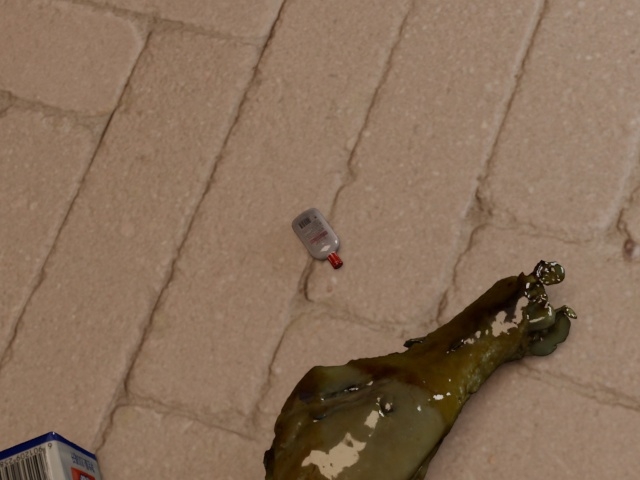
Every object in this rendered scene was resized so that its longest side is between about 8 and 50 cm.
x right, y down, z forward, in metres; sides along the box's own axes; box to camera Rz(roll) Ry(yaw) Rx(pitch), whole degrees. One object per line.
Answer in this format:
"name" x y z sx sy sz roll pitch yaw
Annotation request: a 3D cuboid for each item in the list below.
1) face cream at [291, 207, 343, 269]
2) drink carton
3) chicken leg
"face cream" 0.000 0.000 1.479 0.040 0.021 0.083 -34 64 -2
"drink carton" -0.277 0.379 1.330 0.106 0.130 0.315 -23 64 5
"chicken leg" 0.108 0.175 1.329 0.429 0.153 0.201 -37 77 -12
